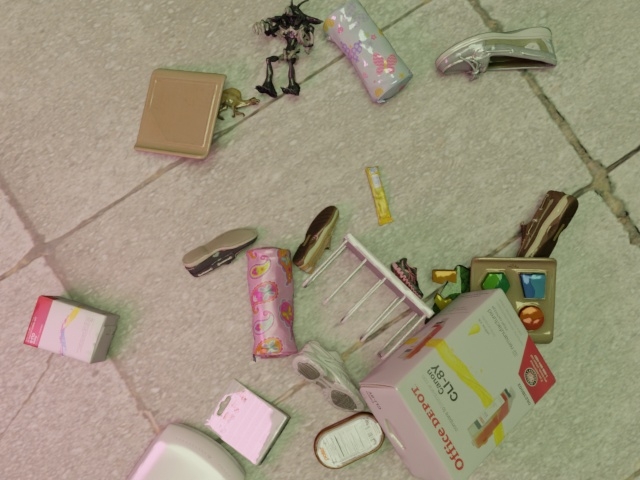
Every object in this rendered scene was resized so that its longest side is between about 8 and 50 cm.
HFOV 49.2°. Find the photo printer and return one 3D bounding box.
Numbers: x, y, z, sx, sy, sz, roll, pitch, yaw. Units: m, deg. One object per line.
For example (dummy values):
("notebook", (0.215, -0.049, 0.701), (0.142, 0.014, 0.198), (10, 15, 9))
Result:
("photo printer", (-0.351, 0.623, 1.718), (0.256, 0.107, 0.308), (35, 85, 3))

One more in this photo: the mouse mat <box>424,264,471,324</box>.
("mouse mat", (0.377, 0.176, 1.822), (0.152, 0.007, 0.190), (30, 85, 3))

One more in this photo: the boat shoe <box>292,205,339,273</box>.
("boat shoe", (0.000, 0.000, 1.816), (0.072, 0.068, 0.190), (41, 74, -30))

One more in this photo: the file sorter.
("file sorter", (0.111, 0.142, 1.733), (0.277, 0.193, 0.173), (43, 88, 4))

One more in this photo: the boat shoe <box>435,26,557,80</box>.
("boat shoe", (0.463, -0.480, 1.841), (0.320, 0.118, 0.103), (-11, 80, -8))

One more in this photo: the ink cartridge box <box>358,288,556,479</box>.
("ink cartridge box", (0.322, 0.333, 1.620), (0.384, 0.160, 0.279), (-36, 99, -28))

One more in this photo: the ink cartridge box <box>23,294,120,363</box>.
("ink cartridge box", (-0.616, 0.222, 1.749), (0.176, 0.128, 0.127), (17, 84, 2))

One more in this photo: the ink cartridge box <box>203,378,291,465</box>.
("ink cartridge box", (-0.187, 0.461, 1.780), (0.179, 0.045, 0.145), (31, 85, 21))

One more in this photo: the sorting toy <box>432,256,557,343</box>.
("sorting toy", (0.436, 0.153, 1.765), (0.307, 0.041, 0.229), (1, 101, 5))

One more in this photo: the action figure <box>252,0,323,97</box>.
("action figure", (-0.087, -0.519, 1.829), (0.164, 0.141, 0.276), (8, 85, 12))

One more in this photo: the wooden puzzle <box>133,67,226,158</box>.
("wooden puzzle", (-0.365, -0.332, 1.834), (0.220, 0.044, 0.239), (10, 80, 20))

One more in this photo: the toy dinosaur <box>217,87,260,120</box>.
("toy dinosaur", (-0.255, -0.373, 1.864), (0.183, 0.053, 0.093), (21, 69, 2))

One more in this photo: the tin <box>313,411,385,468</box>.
("tin", (0.073, 0.505, 1.770), (0.189, 0.040, 0.106), (-25, 80, -3))

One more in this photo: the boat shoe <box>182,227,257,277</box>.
("boat shoe", (-0.254, 0.032, 1.818), (0.206, 0.075, 0.065), (-25, 128, -8))

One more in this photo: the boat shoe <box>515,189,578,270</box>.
("boat shoe", (0.560, -0.015, 1.815), (0.095, 0.095, 0.257), (36, 92, 39))

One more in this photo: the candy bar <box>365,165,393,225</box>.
("candy bar", (0.154, -0.121, 1.846), (0.040, 0.018, 0.162), (-14, 84, -5))

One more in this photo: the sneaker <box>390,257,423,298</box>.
("sneaker", (0.236, 0.096, 1.814), (0.057, 0.047, 0.119), (-35, 86, -15))

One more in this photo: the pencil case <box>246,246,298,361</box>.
("pencil case", (-0.125, 0.158, 1.767), (0.124, 0.124, 0.284), (-4, 85, -1))

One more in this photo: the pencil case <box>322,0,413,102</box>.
("pencil case", (0.122, -0.496, 1.839), (0.124, 0.113, 0.273), (-36, 85, 3))

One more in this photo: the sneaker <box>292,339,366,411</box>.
("sneaker", (0.040, 0.335, 1.763), (0.232, 0.115, 0.090), (46, 130, -15))
